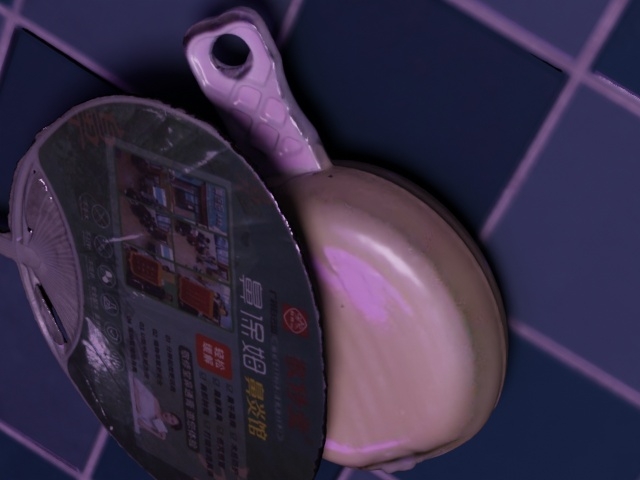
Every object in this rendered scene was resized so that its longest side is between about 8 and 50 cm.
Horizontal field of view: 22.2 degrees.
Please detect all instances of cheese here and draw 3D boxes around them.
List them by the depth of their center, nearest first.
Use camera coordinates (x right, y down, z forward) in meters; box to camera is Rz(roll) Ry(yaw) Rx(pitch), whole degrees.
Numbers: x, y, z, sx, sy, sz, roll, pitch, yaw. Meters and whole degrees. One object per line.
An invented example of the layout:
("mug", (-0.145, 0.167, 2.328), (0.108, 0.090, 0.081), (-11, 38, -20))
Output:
("cheese", (0.000, 0.000, 0.748), (0.137, 0.064, 0.227), (-17, 110, 28))

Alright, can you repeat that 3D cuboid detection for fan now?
("fan", (-0.101, 0.004, 0.774), (0.294, 0.012, 0.223), (43, 138, 12))
